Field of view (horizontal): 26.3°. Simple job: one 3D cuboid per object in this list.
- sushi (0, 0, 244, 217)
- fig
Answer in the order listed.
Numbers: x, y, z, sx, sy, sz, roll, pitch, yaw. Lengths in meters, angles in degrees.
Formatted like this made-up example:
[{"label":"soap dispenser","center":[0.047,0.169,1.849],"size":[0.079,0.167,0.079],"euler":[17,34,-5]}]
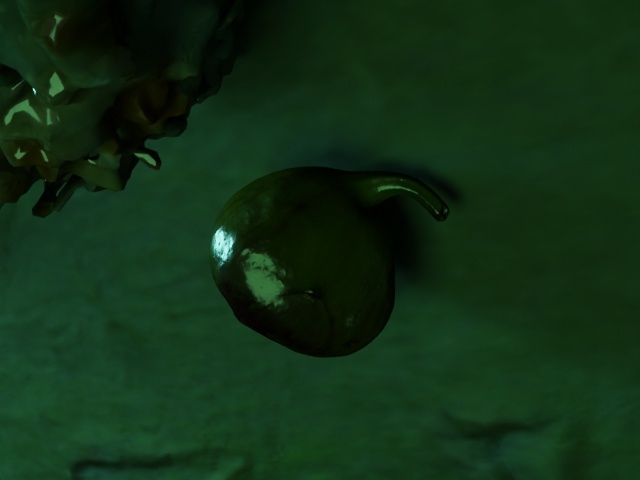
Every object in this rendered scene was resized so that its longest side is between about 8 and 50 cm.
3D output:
[{"label":"sushi","center":[-0.189,-0.183,0.507],"size":[0.417,0.176,0.417],"euler":[21,134,24]},{"label":"fig","center":[0.000,0.000,0.595],"size":[0.084,0.082,0.098],"euler":[44,106,27]}]
